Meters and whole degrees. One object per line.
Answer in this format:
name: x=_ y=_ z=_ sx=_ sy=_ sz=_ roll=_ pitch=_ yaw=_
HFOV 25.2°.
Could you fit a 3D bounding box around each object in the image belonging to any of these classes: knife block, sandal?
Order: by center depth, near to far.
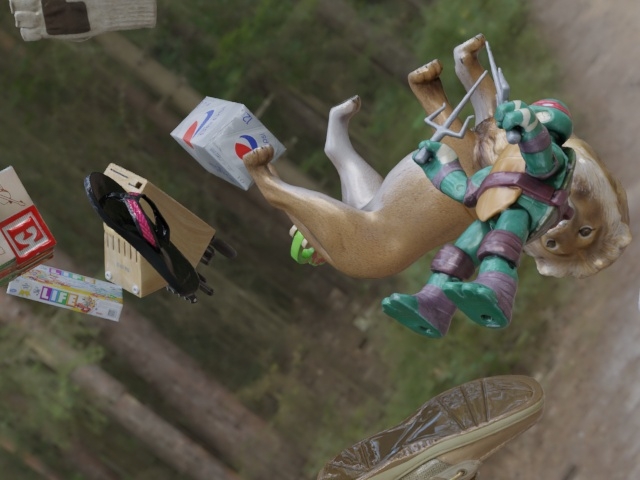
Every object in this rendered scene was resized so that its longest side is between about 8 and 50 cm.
sandal: x=-0.190 y=-0.015 z=1.599 sx=0.040 sy=0.179 sz=0.067 roll=-37 pitch=14 yaw=28
knife block: x=-0.233 y=-0.021 z=2.315 sx=0.242 sy=0.088 sz=0.275 roll=-29 pitch=-47 yaw=-42

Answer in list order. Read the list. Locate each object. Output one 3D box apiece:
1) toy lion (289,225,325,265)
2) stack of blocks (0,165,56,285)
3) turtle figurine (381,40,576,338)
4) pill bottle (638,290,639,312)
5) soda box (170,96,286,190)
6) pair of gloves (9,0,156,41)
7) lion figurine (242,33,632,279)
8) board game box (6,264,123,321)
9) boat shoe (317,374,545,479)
toy lion: x=0.000 y=0.000 z=1.876 sx=0.100 sy=0.034 sz=0.096 roll=-32 pitch=-28 yaw=-33
stack of blocks: x=-0.339 y=0.010 z=1.325 sx=0.171 sy=0.087 sz=0.297 roll=-31 pitch=2 yaw=-12
turtle figurine: x=0.133 y=-0.043 z=1.064 sx=0.234 sy=0.118 sz=0.175 roll=-66 pitch=8 yaw=-24
pill bottle: x=0.266 y=0.026 z=0.771 sx=0.094 sy=0.169 sz=0.094 roll=-48 pitch=-31 yaw=-43
soda box: x=-0.148 y=-0.155 z=2.226 sx=0.091 sy=0.098 sz=0.286 roll=-46 pitch=18 yaw=-5
pair of gloves: x=-0.342 y=-0.385 z=1.987 sx=0.042 sy=0.204 sz=0.240 roll=-102 pitch=2 yaw=-54
lion figurine: x=0.106 y=-0.042 z=1.399 sx=0.392 sy=0.240 sz=0.142 roll=-20 pitch=10 yaw=45
board game box: x=-0.350 y=0.067 z=1.971 sx=0.103 sy=0.154 sz=0.026 roll=-126 pitch=53 yaw=-74
boat shoe: x=0.166 y=0.298 z=1.996 sx=0.341 sy=0.110 sz=0.121 roll=-27 pitch=23 yaw=11
